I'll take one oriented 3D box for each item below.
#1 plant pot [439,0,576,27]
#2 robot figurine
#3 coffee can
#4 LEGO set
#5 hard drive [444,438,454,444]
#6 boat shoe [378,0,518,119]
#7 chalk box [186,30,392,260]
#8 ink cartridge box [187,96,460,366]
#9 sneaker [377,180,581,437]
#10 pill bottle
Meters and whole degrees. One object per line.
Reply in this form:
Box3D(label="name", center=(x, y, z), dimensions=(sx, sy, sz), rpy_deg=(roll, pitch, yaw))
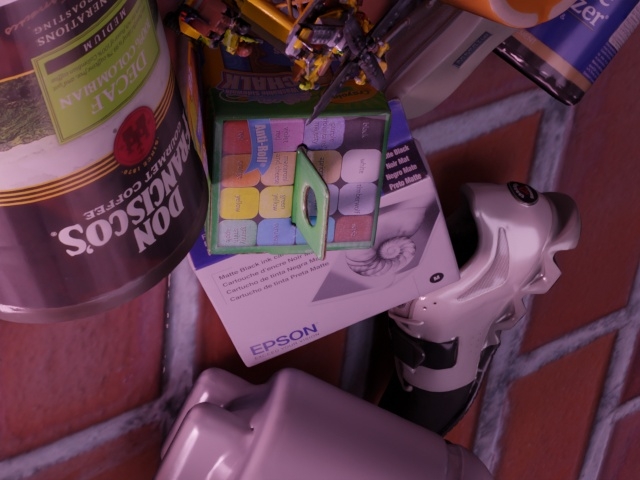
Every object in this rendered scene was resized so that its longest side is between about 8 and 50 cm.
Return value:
Box3D(label="plant pot", center=(0.116, -0.260, 1.197), dimensions=(0.205, 0.188, 0.205), rpy_deg=(-26, 139, -26))
Box3D(label="robot figurine", center=(0.022, 0.250, 1.471), dimensions=(0.353, 0.300, 0.200), rpy_deg=(26, 114, -6))
Box3D(label="coffee can", center=(-0.196, -0.109, 1.021), dimensions=(0.201, 0.201, 0.275), rpy_deg=(-32, 140, -19))
Box3D(label="LEGO set", center=(0.077, -0.208, 0.980), dimensions=(0.331, 0.192, 0.255), rpy_deg=(-52, 168, -1))
Box3D(label="hard drive", center=(0.029, 0.293, 1.670), dimensions=(0.254, 0.054, 0.172), rpy_deg=(-25, 169, -21))
Box3D(label="boat shoe", center=(0.124, -0.204, 1.331), dimensions=(0.227, 0.081, 0.079), rpy_deg=(-44, 155, 15))
Box3D(label="chalk box", center=(-0.027, -0.074, 1.181), dimensions=(0.132, 0.213, 0.132), rpy_deg=(-2, 129, -10))
Box3D(label="ink cartridge box", center=(0.000, 0.000, 1.385), dimensions=(0.223, 0.045, 0.224), rpy_deg=(-23, 140, 1))
Box3D(label="sneaker", center=(0.111, 0.070, 1.573), dimensions=(0.146, 0.122, 0.331), rpy_deg=(15, 117, -28))
Box3D(label="pill bottle", center=(0.243, -0.239, 1.394), dimensions=(0.219, 0.123, 0.123), rpy_deg=(-53, 143, 8))
